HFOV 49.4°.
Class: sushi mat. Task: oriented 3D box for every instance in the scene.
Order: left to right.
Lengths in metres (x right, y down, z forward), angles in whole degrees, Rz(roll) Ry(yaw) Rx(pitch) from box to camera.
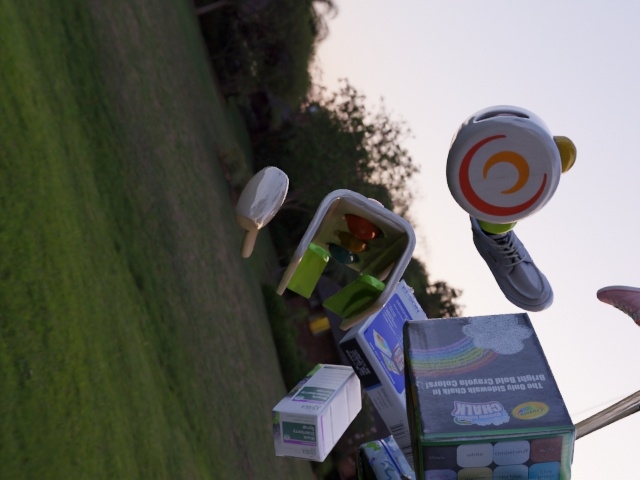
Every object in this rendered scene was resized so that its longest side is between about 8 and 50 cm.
[{"bbox_3d":[0.528,0.366,1.374,0.019,0.151,0.316,56,-49,15],"label":"sushi mat"}]

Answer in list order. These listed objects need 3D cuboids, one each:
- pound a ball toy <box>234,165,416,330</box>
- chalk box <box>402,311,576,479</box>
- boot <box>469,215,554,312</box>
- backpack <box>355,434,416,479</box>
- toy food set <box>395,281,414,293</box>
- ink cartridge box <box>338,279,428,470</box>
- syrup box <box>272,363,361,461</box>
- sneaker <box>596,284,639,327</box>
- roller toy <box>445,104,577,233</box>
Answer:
[{"bbox_3d":[0.000,0.000,0.925,0.208,0.136,0.319,29,-16,0],"label":"pound a ball toy"},{"bbox_3d":[0.152,0.185,0.646,0.213,0.132,0.132,-87,172,-58],"label":"chalk box"},{"bbox_3d":[0.386,0.030,1.449,0.258,0.095,0.123,57,0,44],"label":"boot"},{"bbox_3d":[0.210,0.632,1.677,0.355,0.273,0.290,32,-38,56],"label":"backpack"},{"bbox_3d":[0.156,0.195,1.857,0.128,0.218,0.071,16,10,-42],"label":"toy food set"},{"bbox_3d":[0.186,0.272,1.484,0.304,0.072,0.307,59,27,-3],"label":"ink cartridge box"},{"bbox_3d":[-0.002,0.326,1.345,0.237,0.093,0.096,-26,115,-66],"label":"syrup box"},{"bbox_3d":[0.574,0.125,1.288,0.051,0.134,0.070,43,60,-41],"label":"sneaker"},{"bbox_3d":[0.321,-0.139,1.225,0.191,0.209,0.146,43,25,-6],"label":"roller toy"}]
